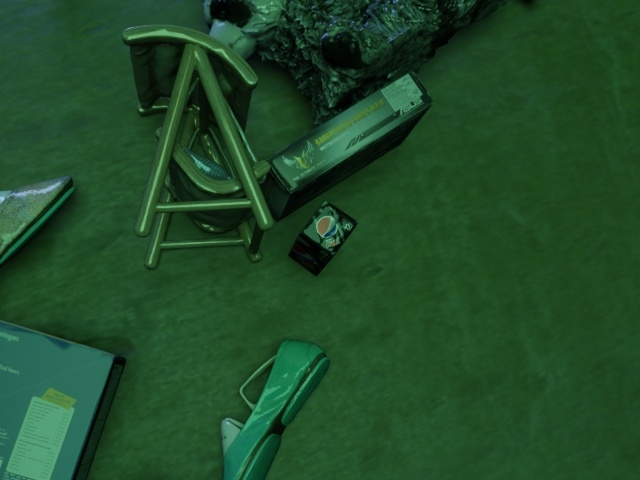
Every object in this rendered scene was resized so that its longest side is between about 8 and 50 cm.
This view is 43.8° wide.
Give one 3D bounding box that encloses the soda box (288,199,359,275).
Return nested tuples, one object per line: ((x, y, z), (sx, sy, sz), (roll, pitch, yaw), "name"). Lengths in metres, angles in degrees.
((0.000, 0.000, 1.068), (0.053, 0.169, 0.060), (37, 76, 1), "soda box")

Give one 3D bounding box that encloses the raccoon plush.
((0.039, -0.357, 1.163), (0.446, 0.216, 0.299), (-33, 75, -30), "raccoon plush")

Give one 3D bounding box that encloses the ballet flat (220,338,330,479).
((-0.081, 0.240, 1.067), (0.087, 0.083, 0.247), (26, 75, 22), "ballet flat")

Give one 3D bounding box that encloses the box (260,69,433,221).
((0.028, -0.124, 1.090), (0.231, 0.183, 0.056), (-33, 86, -12), "box")

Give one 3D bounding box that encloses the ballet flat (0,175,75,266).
((-0.453, 0.014, 1.027), (0.106, 0.107, 0.316), (40, 75, -15), "ballet flat")

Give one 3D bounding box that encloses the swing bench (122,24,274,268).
((-0.157, -0.110, 1.025), (0.165, 0.253, 0.254), (-3, 80, -9), "swing bench")

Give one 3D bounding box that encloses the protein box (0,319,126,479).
((-0.375, 0.213, 0.991), (0.200, 0.136, 0.201), (18, 77, -4), "protein box")
